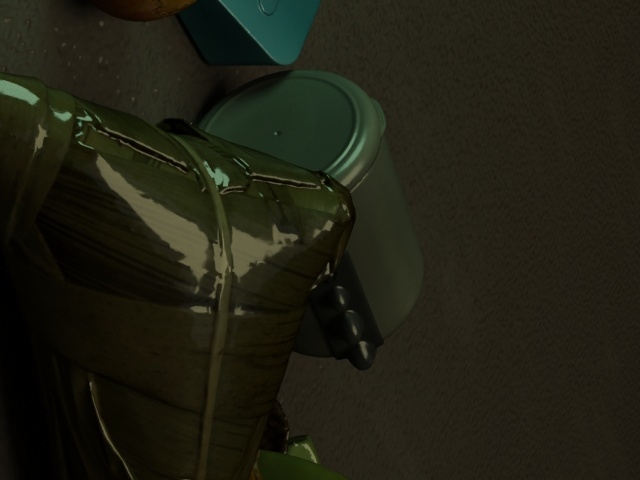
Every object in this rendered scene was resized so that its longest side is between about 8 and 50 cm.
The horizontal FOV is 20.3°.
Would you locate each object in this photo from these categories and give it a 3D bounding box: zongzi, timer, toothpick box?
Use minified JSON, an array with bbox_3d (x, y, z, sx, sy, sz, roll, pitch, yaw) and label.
[{"bbox_3d":[-0.243,0.116,1.586,0.467,0.218,0.500,15,95,-38],"label":"zongzi"},{"bbox_3d":[-0.083,-0.330,1.844,0.250,0.091,0.232,55,47,-48],"label":"timer"},{"bbox_3d":[0.000,0.000,1.924,0.229,0.229,0.316,-65,149,-35],"label":"toothpick box"}]

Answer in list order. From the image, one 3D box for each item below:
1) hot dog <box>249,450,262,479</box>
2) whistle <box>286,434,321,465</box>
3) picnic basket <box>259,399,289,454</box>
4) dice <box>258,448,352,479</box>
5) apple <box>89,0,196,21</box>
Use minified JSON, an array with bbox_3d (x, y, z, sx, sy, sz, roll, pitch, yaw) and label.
[{"bbox_3d":[-0.099,0.163,1.823,0.068,0.083,0.289,36,43,-54],"label":"hot dog"},{"bbox_3d":[-0.012,0.376,2.118,0.141,0.141,0.294,-9,86,-63],"label":"whistle"},{"bbox_3d":[-0.092,0.198,1.955,0.193,0.054,0.110,64,31,-49],"label":"picnic basket"},{"bbox_3d":[-0.060,0.369,1.865,0.238,0.226,0.233,-68,150,-30],"label":"dice"},{"bbox_3d":[-0.160,-0.271,1.647,0.146,0.146,0.146,-21,114,-61],"label":"apple"}]
